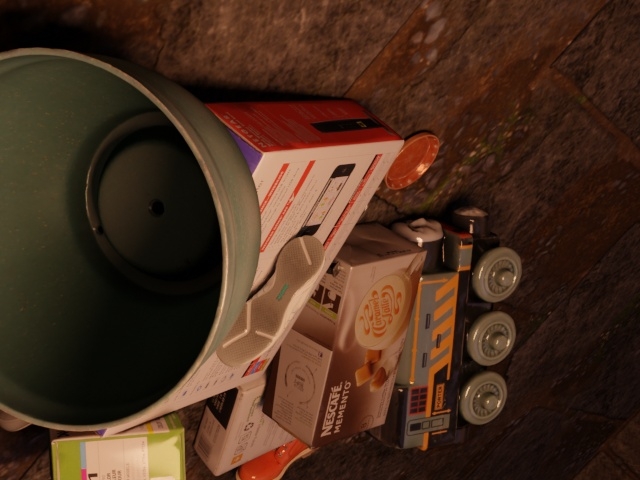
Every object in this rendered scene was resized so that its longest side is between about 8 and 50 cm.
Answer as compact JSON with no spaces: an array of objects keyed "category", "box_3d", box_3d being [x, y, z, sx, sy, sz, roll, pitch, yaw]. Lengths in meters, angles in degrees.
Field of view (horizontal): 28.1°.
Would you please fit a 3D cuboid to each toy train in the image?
[{"category":"toy train","box_3d":[0.150,0.121,1.684,0.190,0.142,0.333,-7,110,-31]}]

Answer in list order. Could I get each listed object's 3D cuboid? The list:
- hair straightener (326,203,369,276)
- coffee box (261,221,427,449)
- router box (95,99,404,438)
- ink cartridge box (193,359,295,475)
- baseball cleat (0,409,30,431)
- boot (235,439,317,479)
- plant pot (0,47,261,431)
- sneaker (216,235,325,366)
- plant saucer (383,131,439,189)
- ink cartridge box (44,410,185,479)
[{"category":"hair straightener","box_3d":[0.000,0.000,1.459,0.230,0.089,0.047,-57,165,21]},{"category":"coffee box","box_3d":[0.027,0.114,1.569,0.141,0.098,0.246,-9,120,-44]},{"category":"router box","box_3d":[-0.086,0.017,1.293,0.335,0.082,0.301,-58,160,20]},{"category":"ink cartridge box","box_3d":[0.006,0.184,1.747,0.371,0.069,0.175,-17,142,-35]},{"category":"baseball cleat","box_3d":[-0.271,0.095,1.272,0.206,0.072,0.109,-51,146,-5]},{"category":"boot","box_3d":[-0.059,0.291,1.828,0.158,0.059,0.084,-35,150,-32]},{"category":"plant pot","box_3d":[-0.168,-0.014,1.045,0.293,0.293,0.196,-55,169,21]},{"category":"sneaker","box_3d":[-0.043,0.067,1.270,0.152,0.054,0.061,-50,164,-6]},{"category":"plant saucer","box_3d":[0.107,-0.097,1.540,0.083,0.013,0.083,-32,151,-20]},{"category":"ink cartridge box","box_3d":[-0.275,0.227,1.316,0.255,0.189,0.097,-2,96,-13]}]
